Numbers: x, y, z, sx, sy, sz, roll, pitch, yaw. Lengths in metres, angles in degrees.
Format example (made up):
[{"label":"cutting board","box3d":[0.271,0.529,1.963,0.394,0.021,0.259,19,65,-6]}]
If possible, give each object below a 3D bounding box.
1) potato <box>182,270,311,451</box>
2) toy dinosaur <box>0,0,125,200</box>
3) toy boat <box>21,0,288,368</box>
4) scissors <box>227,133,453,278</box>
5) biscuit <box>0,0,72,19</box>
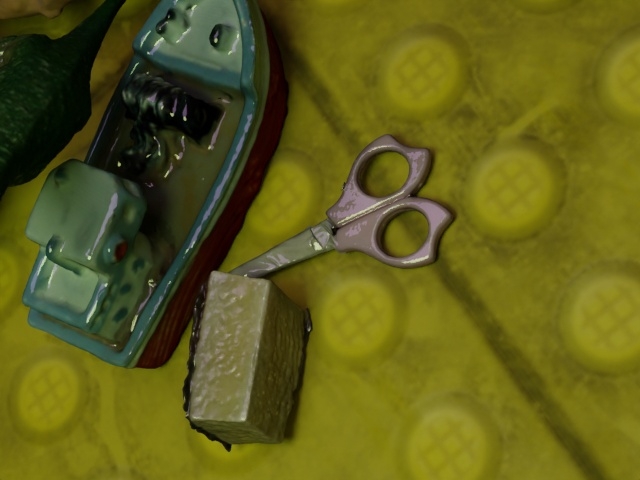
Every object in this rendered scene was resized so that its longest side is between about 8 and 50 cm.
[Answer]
[{"label":"potato","box3d":[-0.055,0.092,1.103,0.061,0.086,0.122,-4,66,29]},{"label":"toy dinosaur","box3d":[-0.196,-0.095,1.053,0.300,0.087,0.447,-7,40,53]},{"label":"toy boat","box3d":[-0.133,-0.070,1.166,0.145,0.133,0.332,21,84,32]},{"label":"scissors","box3d":[0.000,0.000,1.139,0.212,0.021,0.110,-26,67,18]},{"label":"biscuit","box3d":[-0.219,-0.404,1.336,0.429,0.104,0.446,-9,66,26]}]
